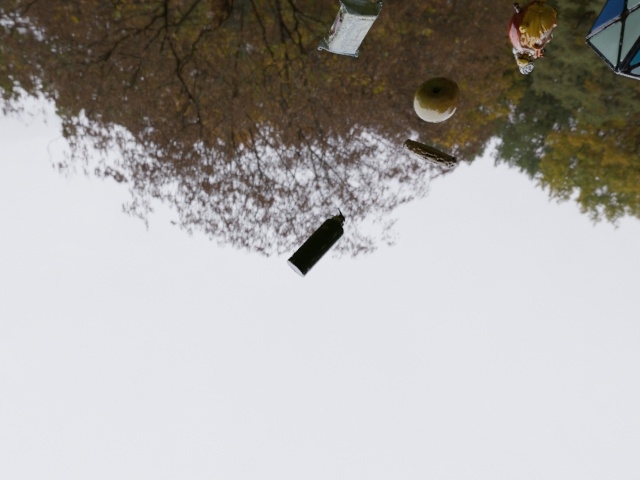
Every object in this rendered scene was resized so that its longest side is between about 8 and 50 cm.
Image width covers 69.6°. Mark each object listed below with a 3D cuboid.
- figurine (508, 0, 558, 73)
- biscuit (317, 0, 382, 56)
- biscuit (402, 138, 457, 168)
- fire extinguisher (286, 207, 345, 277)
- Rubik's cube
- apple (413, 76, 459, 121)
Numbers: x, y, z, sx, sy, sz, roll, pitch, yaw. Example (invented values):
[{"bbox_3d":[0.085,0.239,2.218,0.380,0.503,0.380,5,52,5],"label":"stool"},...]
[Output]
[{"bbox_3d":[0.986,-0.976,2.156,0.196,0.323,0.320,29,-95,27],"label":"figurine"},{"bbox_3d":[0.114,-0.859,1.867,0.186,0.309,0.079,0,-102,-16],"label":"biscuit"},{"bbox_3d":[0.553,-0.439,2.350,0.295,0.075,0.296,19,-162,-6],"label":"biscuit"},{"bbox_3d":[0.000,0.000,1.784,0.114,0.095,0.311,34,-111,30],"label":"fire extinguisher"},{"bbox_3d":[0.949,-0.599,1.281,0.248,0.250,0.246,9,-136,-7],"label":"Rubik's cube"},{"bbox_3d":[0.465,-0.562,1.853,0.182,0.155,0.183,-6,-113,13],"label":"apple"}]
